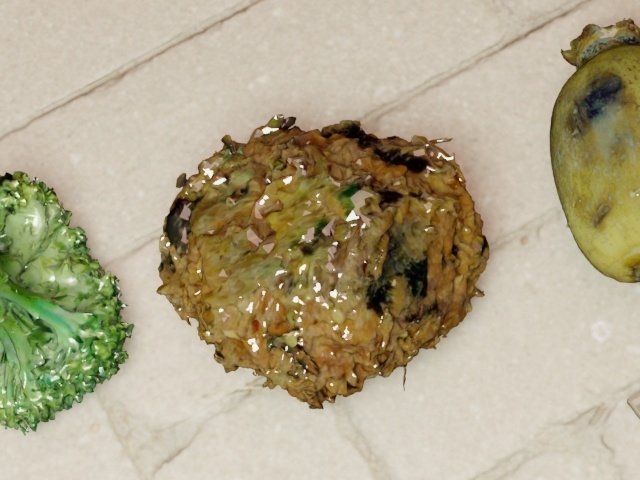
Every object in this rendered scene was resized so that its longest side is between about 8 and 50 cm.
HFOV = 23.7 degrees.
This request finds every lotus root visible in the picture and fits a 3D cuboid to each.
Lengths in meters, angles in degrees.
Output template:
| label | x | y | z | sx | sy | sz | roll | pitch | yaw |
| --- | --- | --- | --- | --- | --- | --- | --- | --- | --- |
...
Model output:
| label | x | y | z | sx | sy | sz | roll | pitch | yaw |
| --- | --- | --- | --- | --- | --- | --- | --- | --- | --- |
| lotus root | 0.268 | -0.090 | 1.294 | 0.154 | 0.154 | 0.278 | -7 | 60 | 1 |

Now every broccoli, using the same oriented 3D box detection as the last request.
| label | x | y | z | sx | sy | sz | roll | pitch | yaw |
| --- | --- | --- | --- | --- | --- | --- | --- | --- | --- |
| broccoli | -0.253 | 0.041 | 1.240 | 0.194 | 0.194 | 0.220 | -1 | 70 | 3 |

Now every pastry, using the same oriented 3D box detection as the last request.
| label | x | y | z | sx | sy | sz | roll | pitch | yaw |
| --- | --- | --- | --- | --- | --- | --- | --- | --- | --- |
| pastry | 0.000 | 0.000 | 1.240 | 0.274 | 0.193 | 0.275 | -2 | 66 | 5 |

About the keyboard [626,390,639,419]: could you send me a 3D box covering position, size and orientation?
| label | x | y | z | sx | sy | sz | roll | pitch | yaw |
| --- | --- | --- | --- | --- | --- | --- | --- | --- | --- |
| keyboard | 0.318 | 0.180 | 1.230 | 0.055 | 0.017 | 0.166 | -33 | 67 | -6 |
